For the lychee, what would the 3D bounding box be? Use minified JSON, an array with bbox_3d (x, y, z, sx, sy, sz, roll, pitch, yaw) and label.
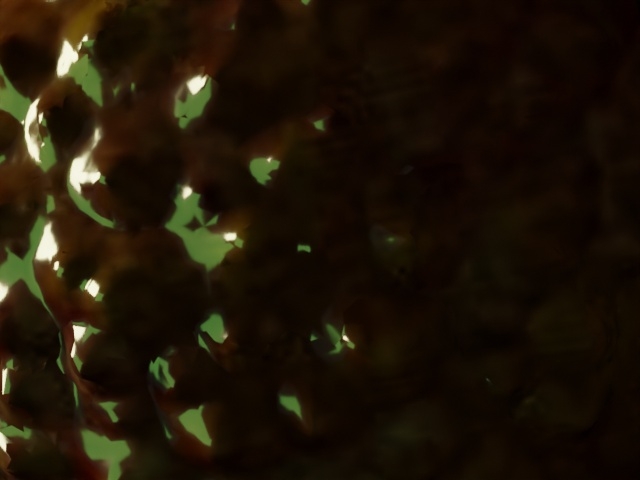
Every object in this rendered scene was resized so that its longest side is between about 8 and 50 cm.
[{"bbox_3d":[0.000,0.000,0.508,0.275,0.304,0.276,-11,-90,-68],"label":"lychee"}]
